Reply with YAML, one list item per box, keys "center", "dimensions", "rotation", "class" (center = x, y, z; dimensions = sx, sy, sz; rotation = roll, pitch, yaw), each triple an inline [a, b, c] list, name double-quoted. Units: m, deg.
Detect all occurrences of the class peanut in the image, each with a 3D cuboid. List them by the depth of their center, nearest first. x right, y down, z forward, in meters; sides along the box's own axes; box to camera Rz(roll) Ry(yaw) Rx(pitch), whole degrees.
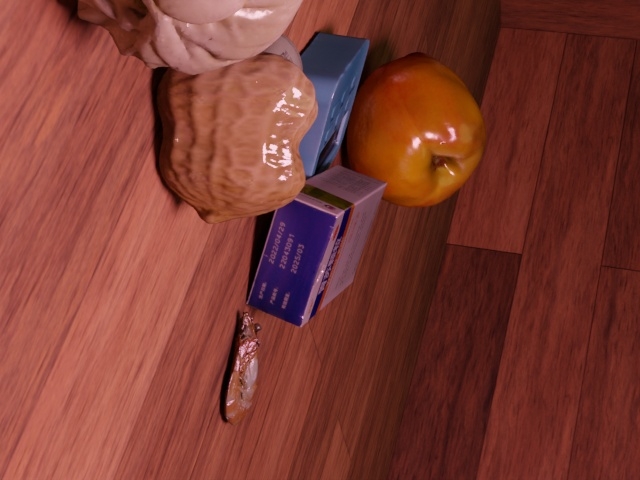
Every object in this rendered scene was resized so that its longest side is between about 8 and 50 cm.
- center: [-0.106, -0.125, 1.344]
  dimensions: [0.110, 0.197, 0.233]
  rotation: [-107, -158, -66]
  class: "peanut"

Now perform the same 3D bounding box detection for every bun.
- center: [-0.136, -0.261, 1.030]
  dimensions: [0.259, 0.259, 0.160]
  rotation: [80, 27, -49]
  class: "bun"

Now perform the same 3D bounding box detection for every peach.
- center: [0.183, -0.223, 2.180]
  dimensions: [0.289, 0.289, 0.308]
  rotation: [82, -16, -45]
  class: "peach"

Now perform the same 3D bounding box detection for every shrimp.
- center: [-0.120, 0.201, 1.709]
  dimensions: [0.091, 0.043, 0.184]
  rotation: [-5, 103, -71]
  class: "shrimp"

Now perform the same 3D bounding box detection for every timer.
- center: [0.010, -0.209, 1.883]
  dimensions: [0.232, 0.091, 0.250]
  rotation: [-62, 159, -51]
  class: "timer"

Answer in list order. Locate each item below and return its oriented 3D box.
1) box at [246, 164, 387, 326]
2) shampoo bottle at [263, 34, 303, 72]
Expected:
- center: [0.000, 0.000, 1.830]
  dimensions: [0.299, 0.106, 0.200]
  rotation: [-37, 147, -68]
  class: "box"
- center: [-0.100, -0.187, 1.496]
  dimensions: [0.234, 0.087, 0.118]
  rotation: [-63, 155, -49]
  class: "shampoo bottle"
